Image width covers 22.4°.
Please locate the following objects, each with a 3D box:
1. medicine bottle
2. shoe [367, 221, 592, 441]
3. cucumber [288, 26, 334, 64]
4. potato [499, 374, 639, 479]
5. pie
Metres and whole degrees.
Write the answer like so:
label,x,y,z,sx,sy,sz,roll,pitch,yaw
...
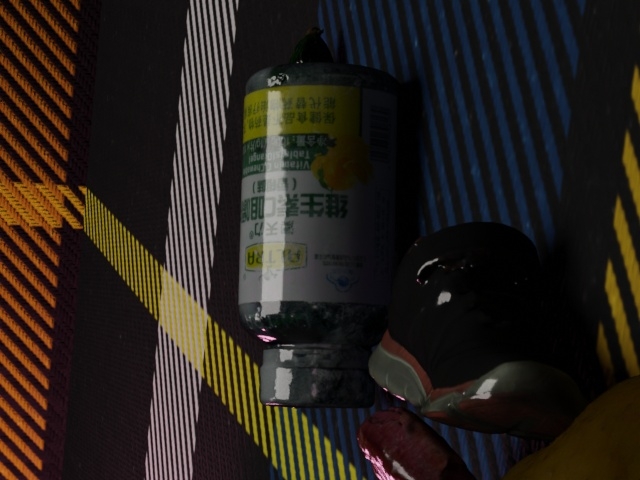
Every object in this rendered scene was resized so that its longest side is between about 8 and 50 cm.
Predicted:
label,x,y,z,sx,sy,sz,roll,pitch,yaw
medicine bottle,0.000,0.000,1.410,0.141,0.141,0.293,163,109,-72
shoe,0.114,0.056,1.097,0.291,0.114,0.137,-152,72,-75
cucumber,-0.016,-0.067,1.606,0.067,0.068,0.293,-168,84,-73
potato,0.209,0.146,0.714,0.195,0.176,0.369,-51,11,-27
pie,0.088,0.185,1.082,0.182,0.050,0.182,51,174,8
